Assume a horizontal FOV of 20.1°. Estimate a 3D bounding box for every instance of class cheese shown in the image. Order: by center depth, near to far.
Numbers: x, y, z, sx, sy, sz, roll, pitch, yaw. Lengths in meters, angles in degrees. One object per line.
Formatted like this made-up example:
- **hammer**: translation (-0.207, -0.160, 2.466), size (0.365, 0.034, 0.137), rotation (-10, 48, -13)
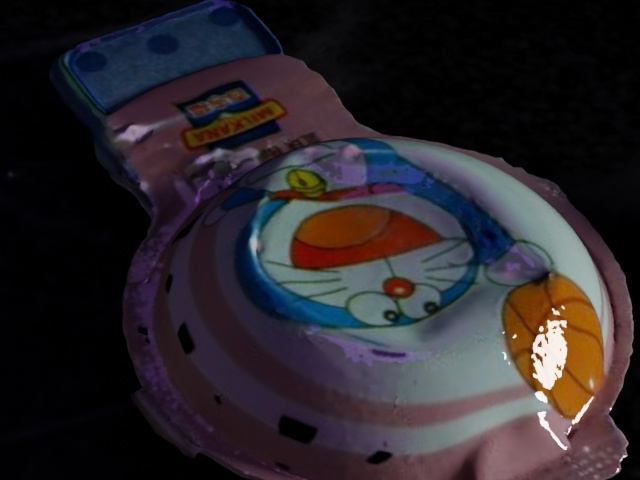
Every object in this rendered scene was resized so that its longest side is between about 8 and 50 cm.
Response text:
- **cheese**: translation (0.000, 0.000, 0.665), size (0.189, 0.074, 0.286), rotation (-21, 50, -24)
